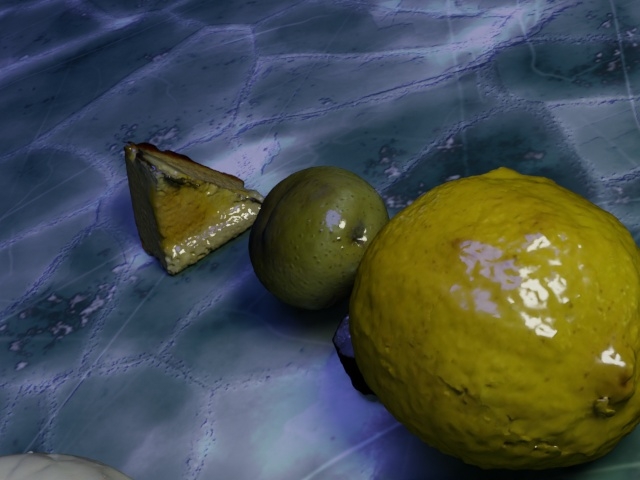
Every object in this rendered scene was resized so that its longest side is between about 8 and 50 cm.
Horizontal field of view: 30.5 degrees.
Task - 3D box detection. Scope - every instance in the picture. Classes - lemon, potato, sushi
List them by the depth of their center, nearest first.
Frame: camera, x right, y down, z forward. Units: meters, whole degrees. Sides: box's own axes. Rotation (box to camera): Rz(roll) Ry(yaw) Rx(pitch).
[{"bbox_3d":[0.165,0.071,1.066,0.268,0.268,0.322,-33,39,-14],"label":"lemon"},{"bbox_3d":[0.075,0.094,1.239,0.090,0.078,0.150,-4,40,35],"label":"sushi"},{"bbox_3d":[0.000,0.000,1.318,0.248,0.143,0.169,180,106,-75],"label":"potato"}]

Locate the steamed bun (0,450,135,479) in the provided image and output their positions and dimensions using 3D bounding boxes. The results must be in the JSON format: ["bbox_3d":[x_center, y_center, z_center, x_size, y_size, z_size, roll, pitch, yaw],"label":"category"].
[{"bbox_3d":[-0.264,0.351,0.959,0.312,0.233,0.334,3,43,35],"label":"steamed bun"}]

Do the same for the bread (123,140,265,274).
[{"bbox_3d":[-0.174,-0.071,1.522,0.169,0.160,0.140,-32,36,-13],"label":"bread"}]
